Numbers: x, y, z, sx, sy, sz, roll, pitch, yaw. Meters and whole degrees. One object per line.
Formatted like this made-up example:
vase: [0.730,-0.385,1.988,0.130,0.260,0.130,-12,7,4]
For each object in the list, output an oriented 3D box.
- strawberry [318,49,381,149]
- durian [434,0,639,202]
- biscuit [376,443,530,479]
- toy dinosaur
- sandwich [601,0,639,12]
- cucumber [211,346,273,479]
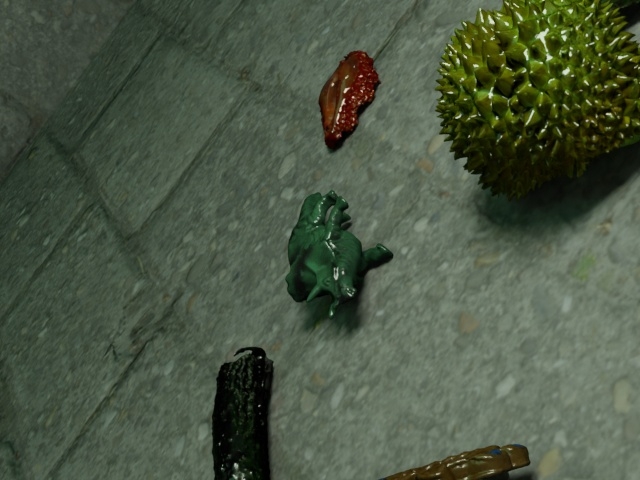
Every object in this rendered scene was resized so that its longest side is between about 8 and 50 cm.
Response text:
strawberry: [0.029,-0.191,1.720,0.104,0.048,0.152,-31,30,45]
durian: [0.205,-0.148,1.238,0.200,0.176,0.237,-39,11,-15]
biscuit: [0.090,0.198,1.077,0.175,0.124,0.026,-24,77,34]
toy dinosaur: [0.012,-0.011,1.496,0.120,0.079,0.292,-40,26,23]
sandwich: [0.314,-0.315,1.280,0.235,0.159,0.079,-21,31,18]
cucumber: [-0.086,0.209,1.395,0.067,0.067,0.245,-42,25,23]
